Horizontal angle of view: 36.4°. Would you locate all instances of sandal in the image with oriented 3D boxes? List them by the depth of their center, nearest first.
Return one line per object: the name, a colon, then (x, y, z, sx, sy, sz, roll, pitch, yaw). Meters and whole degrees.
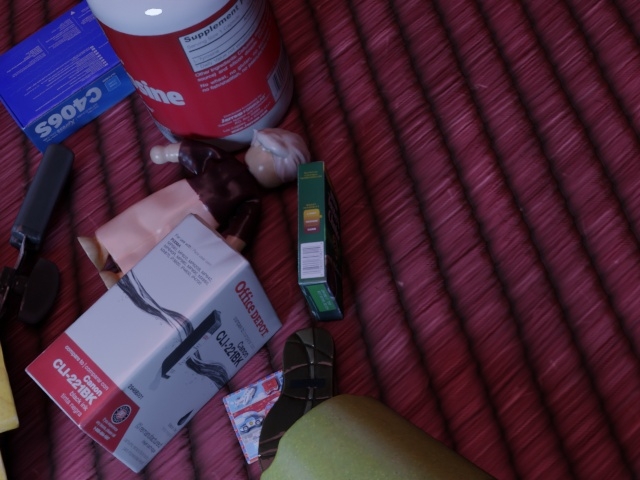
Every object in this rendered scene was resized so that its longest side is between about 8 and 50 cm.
sandal: (-0.021, 0.205, 1.195, 0.089, 0.060, 0.219, -3, 46, 8)

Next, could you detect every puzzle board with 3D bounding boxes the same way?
puzzle board: (-0.051, 0.212, 1.233, 0.128, 0.011, 0.096, -26, 58, -2)

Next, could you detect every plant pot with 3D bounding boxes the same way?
plant pot: (0.076, 0.303, 1.028, 0.276, 0.276, 0.254, -41, 49, -12)

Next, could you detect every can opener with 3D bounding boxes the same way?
can opener: (-0.409, -0.007, 1.418, 0.093, 0.074, 0.281, 18, 63, -17)

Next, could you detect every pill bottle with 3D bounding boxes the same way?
pill bottle: (-0.186, -0.318, 1.335, 0.228, 0.408, 0.229, -6, 59, 10)

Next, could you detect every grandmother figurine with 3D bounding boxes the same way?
grandmother figurine: (-0.168, -0.055, 1.369, 0.342, 0.104, 0.208, -32, 86, -9)

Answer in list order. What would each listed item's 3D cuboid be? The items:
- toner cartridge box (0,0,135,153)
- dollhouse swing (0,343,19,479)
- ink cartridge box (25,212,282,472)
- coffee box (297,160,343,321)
toner cartridge box: (-0.352, -0.304, 1.560, 0.347, 0.075, 0.165, -36, 60, -8)
dollhouse swing: (-0.558, 0.256, 1.214, 0.346, 0.305, 0.315, -14, 27, -20)
ink cartridge box: (-0.193, 0.128, 1.204, 0.114, 0.197, 0.273, 37, 75, 26)
coffee box: (0.000, 0.000, 1.285, 0.040, 0.113, 0.184, -8, 58, 10)
